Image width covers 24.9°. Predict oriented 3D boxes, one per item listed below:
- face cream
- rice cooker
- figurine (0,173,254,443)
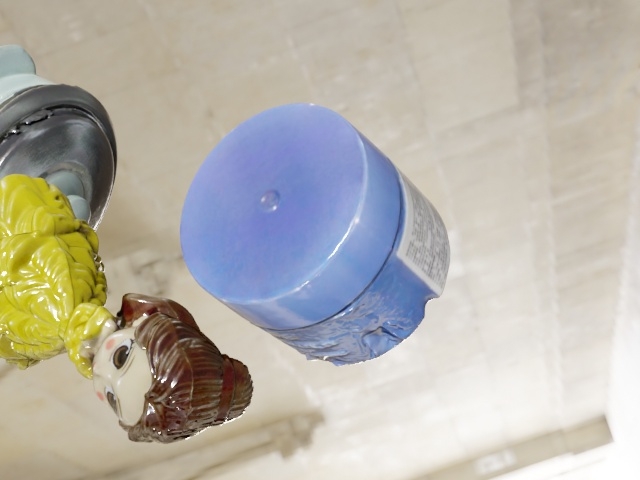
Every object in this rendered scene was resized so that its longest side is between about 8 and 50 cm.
[{"bbox_3d":[0.000,0.000,1.664,0.225,0.249,0.249,38,-152,-48],"label":"face cream"},{"bbox_3d":[-0.380,-0.083,1.647,0.264,0.317,0.316,-17,-93,-52],"label":"rice cooker"},{"bbox_3d":[-0.211,0.083,1.332,0.315,0.187,0.168,30,177,41],"label":"figurine"}]
